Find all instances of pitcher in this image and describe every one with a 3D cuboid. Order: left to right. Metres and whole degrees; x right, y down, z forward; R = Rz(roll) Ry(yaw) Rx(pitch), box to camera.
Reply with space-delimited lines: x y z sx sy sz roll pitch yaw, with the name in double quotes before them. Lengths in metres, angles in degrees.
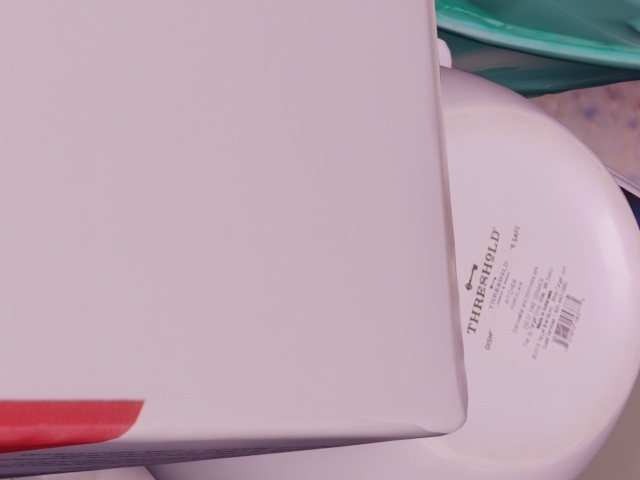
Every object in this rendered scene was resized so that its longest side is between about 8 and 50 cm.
"pitcher" 0.000 0.000 0.543 0.125 0.207 0.177 20 73 -23

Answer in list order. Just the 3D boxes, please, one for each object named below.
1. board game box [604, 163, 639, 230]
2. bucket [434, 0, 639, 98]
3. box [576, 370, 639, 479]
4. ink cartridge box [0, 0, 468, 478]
"board game box" 0.168 0.127 0.694 0.305 0.053 0.193 29 71 -20
"bucket" 0.089 -0.176 0.623 0.281 0.183 0.281 4 81 -26
"box" 0.195 0.076 0.623 0.275 0.113 0.094 8 80 -24
"ink cartridge box" -0.137 -0.003 0.413 0.197 0.273 0.114 5 77 -48
